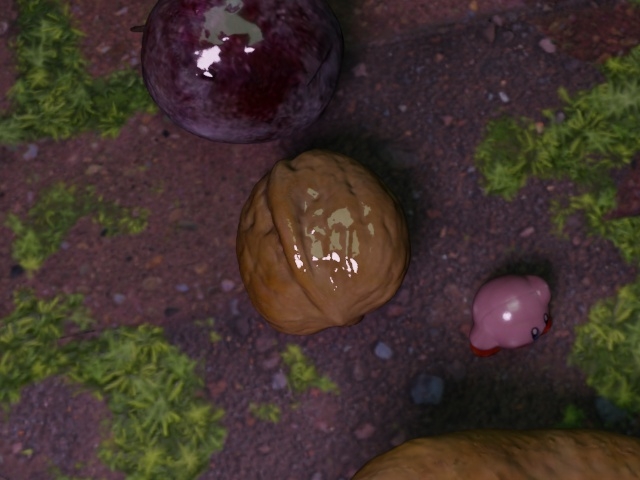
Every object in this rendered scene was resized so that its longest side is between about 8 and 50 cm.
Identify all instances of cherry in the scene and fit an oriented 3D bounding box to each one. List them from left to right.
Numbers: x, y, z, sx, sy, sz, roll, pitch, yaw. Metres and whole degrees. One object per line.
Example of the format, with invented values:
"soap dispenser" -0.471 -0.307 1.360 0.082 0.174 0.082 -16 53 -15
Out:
"cherry" -0.069 -0.180 1.057 0.195 0.195 0.195 0 68 0

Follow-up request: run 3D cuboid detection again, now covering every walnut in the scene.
"walnut" 0.000 0.000 1.001 0.166 0.149 0.166 -13 59 23

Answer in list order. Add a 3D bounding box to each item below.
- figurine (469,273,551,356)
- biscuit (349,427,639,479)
"figurine" 0.165 0.065 1.013 0.083 0.071 0.067 -37 72 -12
"biscuit" 0.162 0.328 0.794 0.446 0.104 0.429 15 63 -30
